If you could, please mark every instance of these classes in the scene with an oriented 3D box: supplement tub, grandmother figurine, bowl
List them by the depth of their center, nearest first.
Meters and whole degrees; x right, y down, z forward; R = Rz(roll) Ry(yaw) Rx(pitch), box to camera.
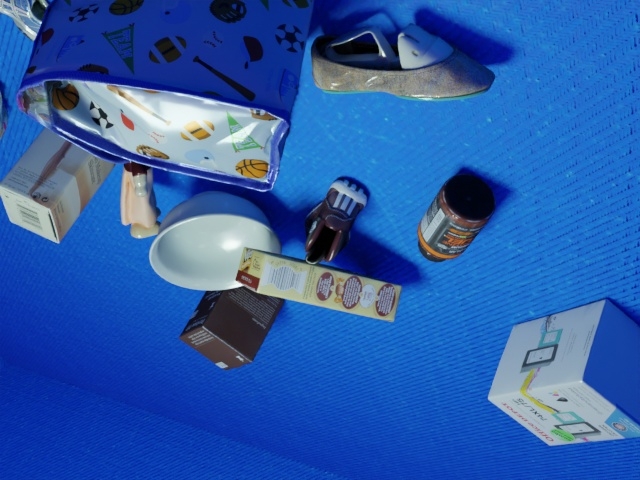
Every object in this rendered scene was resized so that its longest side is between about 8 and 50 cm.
[{"bbox_3d":[0.244,-0.032,1.528,0.106,0.106,0.198,27,150,2],"label":"supplement tub"},{"bbox_3d":[-0.399,-0.169,1.770,0.208,0.104,0.343,-123,26,-47],"label":"grandmother figurine"},{"bbox_3d":[-0.238,-0.018,1.857,0.297,0.134,0.298,-5,145,-4],"label":"bowl"}]

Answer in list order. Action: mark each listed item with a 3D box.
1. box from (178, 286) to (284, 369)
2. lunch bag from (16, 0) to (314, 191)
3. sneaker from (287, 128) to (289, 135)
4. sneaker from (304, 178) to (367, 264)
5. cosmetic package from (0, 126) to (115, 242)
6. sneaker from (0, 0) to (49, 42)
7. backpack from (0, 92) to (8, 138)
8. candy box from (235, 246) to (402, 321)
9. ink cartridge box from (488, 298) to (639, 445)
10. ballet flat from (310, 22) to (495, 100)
[{"bbox_3d":[-0.235,0.209,2.180,0.167,0.203,0.168,39,147,-17],"label":"box"},{"bbox_3d":[-0.220,-0.281,1.233,0.385,0.328,0.239,11,148,-5],"label":"lunch bag"},{"bbox_3d":[-0.108,-0.243,1.517,0.098,0.083,0.224,30,151,6],"label":"sneaker"},{"bbox_3d":[0.000,0.000,1.713,0.106,0.163,0.281,27,149,2],"label":"sneaker"},{"bbox_3d":[-0.548,-0.163,1.778,0.129,0.296,0.153,24,151,5],"label":"cosmetic package"},{"bbox_3d":[-0.584,-0.470,1.571,0.081,0.080,0.211,-18,137,43],"label":"sneaker"},{"bbox_3d":[-0.861,-0.305,1.890,0.253,0.225,0.191,26,155,-5],"label":"backpack"},{"bbox_3d":[-0.006,0.093,1.771,0.316,0.088,0.183,15,180,-20],"label":"candy box"},{"bbox_3d":[0.524,0.277,1.677,0.198,0.197,0.270,37,149,-14],"label":"ink cartridge box"},{"bbox_3d":[0.113,-0.279,1.269,0.315,0.107,0.106,7,130,31],"label":"ballet flat"}]
